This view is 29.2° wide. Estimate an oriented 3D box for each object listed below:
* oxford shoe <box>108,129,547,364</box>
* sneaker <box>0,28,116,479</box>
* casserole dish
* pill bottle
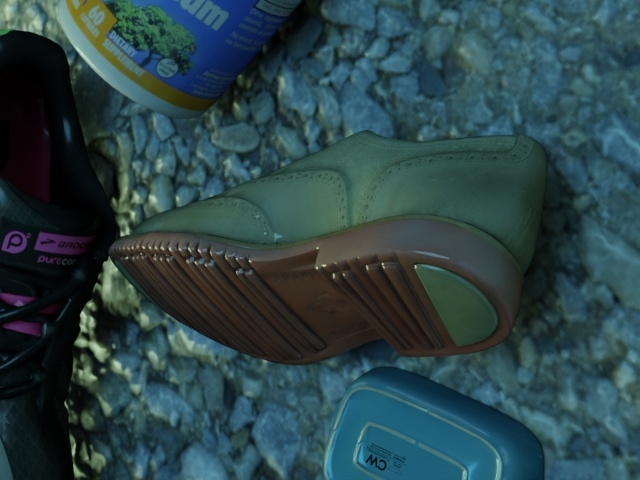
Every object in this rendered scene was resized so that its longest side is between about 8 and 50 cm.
[{"bbox_3d":[0.000,0.000,0.921,0.397,0.140,0.146,0,50,41],"label":"oxford shoe"},{"bbox_3d":[-0.278,0.042,1.035,0.202,0.185,0.483,-22,71,53],"label":"sneaker"},{"bbox_3d":[0.072,0.161,0.878,0.188,0.037,0.114,21,95,37],"label":"casserole dish"},{"bbox_3d":[-0.071,-0.240,0.965,0.272,0.152,0.152,-47,60,22],"label":"pill bottle"}]
